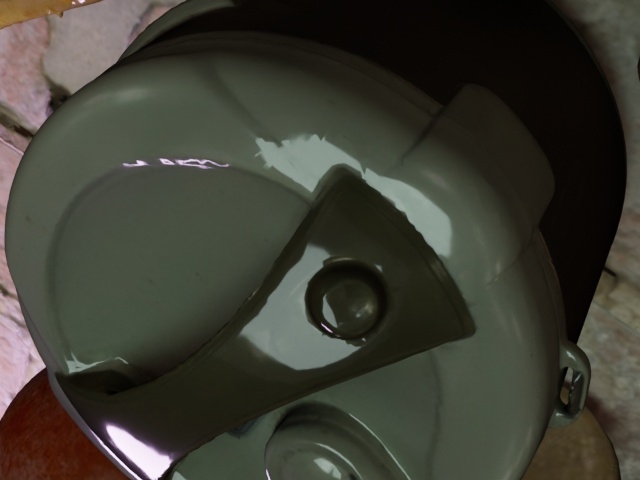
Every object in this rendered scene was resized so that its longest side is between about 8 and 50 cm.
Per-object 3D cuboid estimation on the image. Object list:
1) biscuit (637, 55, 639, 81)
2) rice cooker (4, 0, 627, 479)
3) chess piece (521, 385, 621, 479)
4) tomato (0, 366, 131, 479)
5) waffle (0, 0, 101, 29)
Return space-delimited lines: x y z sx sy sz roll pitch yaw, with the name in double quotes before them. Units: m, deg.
"biscuit" 0.275 -0.071 0.567 0.183 0.043 0.280 12 139 22
"rice cooker" 0.000 0.000 0.594 0.335 0.325 0.335 14 126 20
"chess piece" 0.113 0.252 0.818 0.167 0.167 0.300 27 134 10
"tomato" -0.157 0.200 0.859 0.265 0.265 0.265 14 126 20
"waffle" -0.237 -0.269 0.675 0.221 0.055 0.248 6 125 54
